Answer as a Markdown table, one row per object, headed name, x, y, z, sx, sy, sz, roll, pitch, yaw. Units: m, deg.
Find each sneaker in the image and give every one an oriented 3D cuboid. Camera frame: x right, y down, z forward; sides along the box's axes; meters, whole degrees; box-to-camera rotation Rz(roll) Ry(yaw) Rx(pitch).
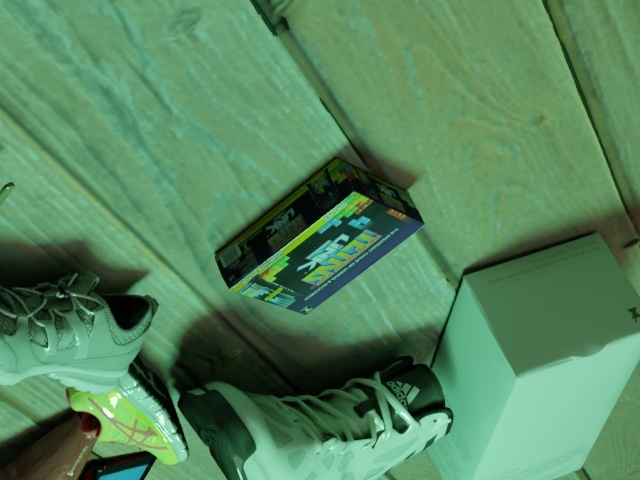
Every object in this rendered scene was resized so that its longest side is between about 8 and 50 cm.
| name | x | y | z | sx | sy | sz | roll | pitch | yaw |
| --- | --- | --- | --- | --- | --- | --- | --- | --- | --- |
| sneaker | -0.261 | 0.066 | 1.649 | 0.115 | 0.105 | 0.281 | -49 | 154 | 13 |
| sneaker | -0.210 | 0.188 | 1.892 | 0.094 | 0.081 | 0.208 | -27 | 140 | 2 |
| sneaker | 0.005 | 0.196 | 2.031 | 0.257 | 0.169 | 0.447 | -36 | 159 | 0 |

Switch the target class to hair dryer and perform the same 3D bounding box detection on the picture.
| name | x | y | z | sx | sy | sz | roll | pitch | yaw |
| --- | --- | --- | --- | --- | --- | --- | --- | --- | --- |
| hair dryer | -0.364 | 0.267 | 1.872 | 0.294 | 0.080 | 0.223 | -23 | 141 | -24 |

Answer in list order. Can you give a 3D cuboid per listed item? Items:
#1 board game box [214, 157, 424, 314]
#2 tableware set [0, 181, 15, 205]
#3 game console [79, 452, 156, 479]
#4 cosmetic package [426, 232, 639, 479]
| name | x | y | z | sx | sy | sz | roll | pitch | yaw |
| --- | --- | --- | --- | --- | --- | --- | --- | --- | --- |
| board game box | 0.000 | 0.000 | 1.780 | 0.170 | 0.048 | 0.141 | -38 | 148 | 21 |
| tableware set | -0.360 | -0.002 | 1.496 | 0.128 | 0.039 | 0.194 | -13 | 156 | -46 |
| game console | -0.257 | 0.327 | 2.074 | 0.085 | 0.124 | 0.144 | 16 | 136 | -15 |
| cosmetic package | 0.255 | 0.171 | 2.157 | 0.197 | 0.155 | 0.365 | -16 | 149 | -19 |
